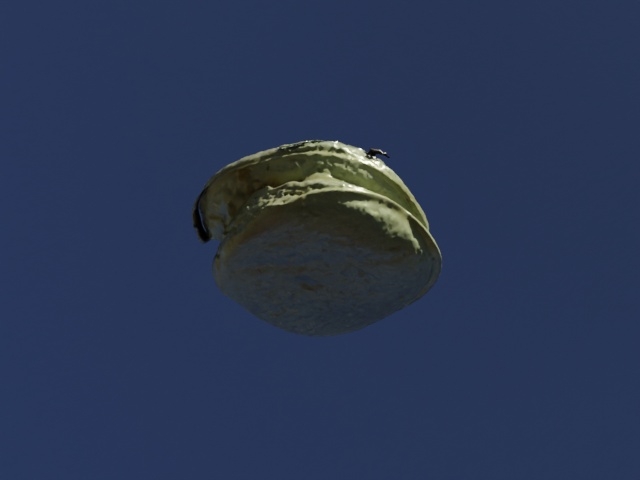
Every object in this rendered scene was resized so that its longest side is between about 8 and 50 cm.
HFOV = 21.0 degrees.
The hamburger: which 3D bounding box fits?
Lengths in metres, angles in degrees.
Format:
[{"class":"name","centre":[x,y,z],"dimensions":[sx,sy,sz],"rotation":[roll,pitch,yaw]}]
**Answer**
[{"class":"hamburger","centre":[0.000,0.000,1.026],"dimensions":[0.133,0.140,0.062],"rotation":[-32,-136,32]}]
